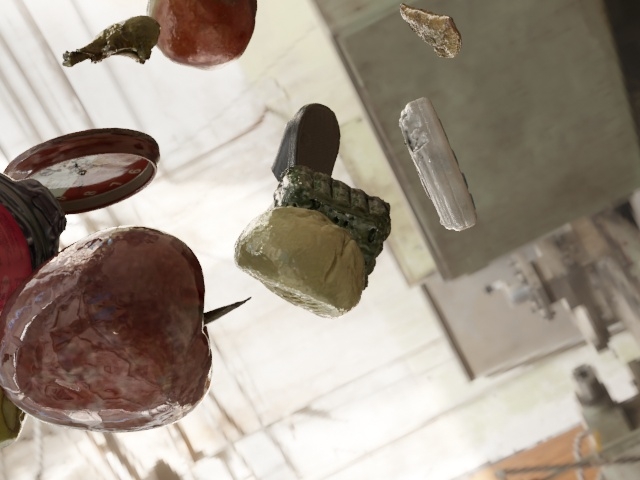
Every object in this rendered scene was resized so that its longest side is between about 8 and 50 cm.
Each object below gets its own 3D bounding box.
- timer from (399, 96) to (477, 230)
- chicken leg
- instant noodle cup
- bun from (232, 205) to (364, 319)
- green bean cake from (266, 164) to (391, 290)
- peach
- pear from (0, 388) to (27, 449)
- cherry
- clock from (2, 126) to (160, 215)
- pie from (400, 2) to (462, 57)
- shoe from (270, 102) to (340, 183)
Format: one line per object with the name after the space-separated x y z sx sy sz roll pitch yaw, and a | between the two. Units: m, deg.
0.244 -0.157 2.292 0.237 0.087 0.262 58 -168 -47 | timer
-0.341 -0.318 1.811 0.093 0.178 0.070 52 146 24 | chicken leg
-0.474 0.038 1.335 0.258 0.302 0.181 46 -164 7 | instant noodle cup
-0.019 0.022 1.331 0.164 0.111 0.188 17 168 45 | bun
0.000 0.000 1.633 0.181 0.173 0.094 22 -161 -8 | green bean cake
-0.227 -0.473 2.185 0.232 0.257 0.232 27 -143 -22 | peach
-0.594 0.224 1.637 0.269 0.321 0.269 -177 90 -74 | pear
-0.214 0.100 1.211 0.213 0.285 0.236 -126 20 -70 | cherry
-0.472 -0.141 2.171 0.318 0.318 0.080 48 -156 -73 | clock
0.177 -0.325 1.705 0.092 0.034 0.170 59 171 -32 | pie
-0.041 -0.113 1.832 0.108 0.093 0.241 17 -102 -46 | shoe
